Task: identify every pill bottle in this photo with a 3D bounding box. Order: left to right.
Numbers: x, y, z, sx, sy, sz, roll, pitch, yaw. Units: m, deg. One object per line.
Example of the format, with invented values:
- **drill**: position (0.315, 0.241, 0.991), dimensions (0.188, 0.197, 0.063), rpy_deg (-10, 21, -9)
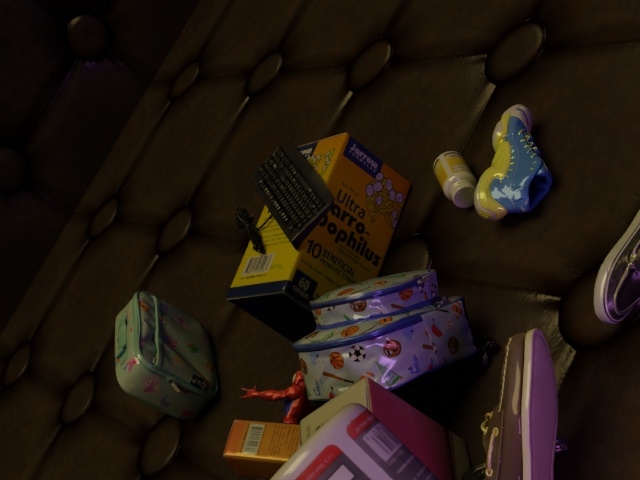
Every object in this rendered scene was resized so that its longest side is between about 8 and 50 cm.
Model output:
- **pill bottle**: position (0.102, 0.403, 1.439), dimensions (0.210, 0.363, 0.210), rpy_deg (-44, -11, -11)
- **pill bottle**: position (0.253, -0.111, 2.075), dimensions (0.065, 0.065, 0.116), rpy_deg (-43, 31, 18)

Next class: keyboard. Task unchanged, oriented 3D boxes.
- **keyboard**: position (-0.086, -0.069, 2.156), dimensions (0.201, 0.033, 0.317), rpy_deg (-50, 29, 8)

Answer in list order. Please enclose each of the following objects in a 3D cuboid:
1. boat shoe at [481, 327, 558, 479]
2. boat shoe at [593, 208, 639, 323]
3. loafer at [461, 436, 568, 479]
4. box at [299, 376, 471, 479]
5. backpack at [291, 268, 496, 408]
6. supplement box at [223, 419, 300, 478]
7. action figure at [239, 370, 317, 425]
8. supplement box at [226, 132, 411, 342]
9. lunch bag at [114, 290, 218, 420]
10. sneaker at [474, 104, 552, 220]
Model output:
- **boat shoe**: position (0.266, 0.282, 1.524), dimensions (0.097, 0.116, 0.324), rpy_deg (-6, 80, 33)
- **boat shoe**: position (0.471, 0.025, 1.621), dimensions (0.070, 0.078, 0.219), rpy_deg (12, 68, 59)
- **loafer**: position (0.286, 0.333, 1.604), dimensions (0.170, 0.062, 0.061), rpy_deg (-35, 61, 27)
- **box**: position (0.100, 0.333, 1.678), dimensions (0.148, 0.232, 0.127), rpy_deg (-37, 34, 27)
- **backpack**: position (0.092, 0.166, 1.805), dimensions (0.276, 0.213, 0.263), rpy_deg (-22, 3, 43)
- **supplement box**: position (-0.042, 0.363, 1.908), dimensions (0.233, 0.078, 0.080), rpy_deg (3, 53, 22)
- **action figure**: position (-0.085, 0.364, 2.037), dimensions (0.139, 0.091, 0.280), rpy_deg (-9, 51, 31)
- **supplement box**: position (0.000, 0.000, 2.189), dimensions (0.195, 0.194, 0.356), rpy_deg (-10, 52, 50)
- **lunch bag**: position (-0.335, 0.242, 2.389), dimensions (0.108, 0.224, 0.279), rpy_deg (-45, 31, 17)
- **sneaker**: position (0.359, -0.135, 1.954), dimensions (0.126, 0.091, 0.240), rpy_deg (4, 61, 35)
